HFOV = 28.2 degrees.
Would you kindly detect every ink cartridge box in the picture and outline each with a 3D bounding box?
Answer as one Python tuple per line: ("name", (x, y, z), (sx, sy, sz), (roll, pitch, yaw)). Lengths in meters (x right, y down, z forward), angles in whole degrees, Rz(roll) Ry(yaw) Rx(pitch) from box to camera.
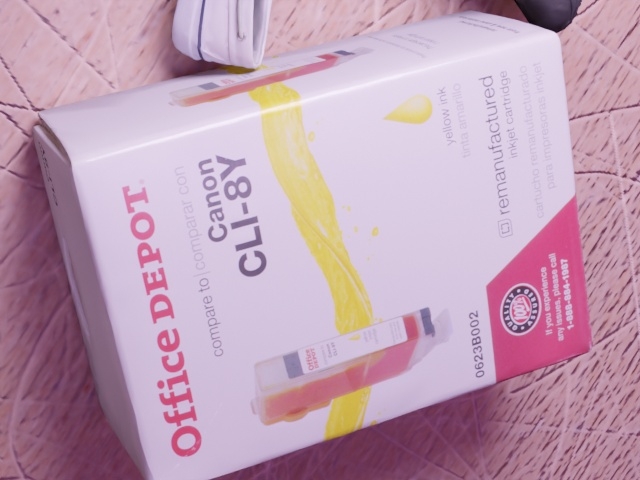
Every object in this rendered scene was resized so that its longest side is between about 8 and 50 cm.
("ink cartridge box", (0.000, 0.000, 1.010), (0.385, 0.160, 0.279), (-16, 112, -16))

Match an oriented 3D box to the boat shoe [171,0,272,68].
("boat shoe", (-0.048, -0.239, 0.951), (0.076, 0.083, 0.226), (19, 114, 14))

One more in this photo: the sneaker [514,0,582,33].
("sneaker", (0.107, -0.279, 1.007), (0.130, 0.109, 0.286), (-33, 106, -2))
